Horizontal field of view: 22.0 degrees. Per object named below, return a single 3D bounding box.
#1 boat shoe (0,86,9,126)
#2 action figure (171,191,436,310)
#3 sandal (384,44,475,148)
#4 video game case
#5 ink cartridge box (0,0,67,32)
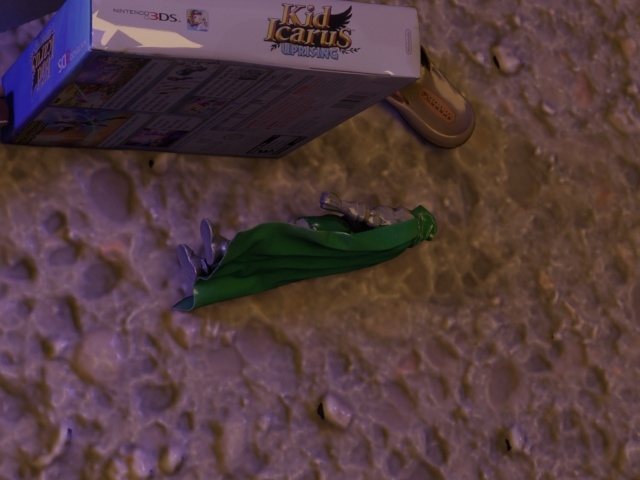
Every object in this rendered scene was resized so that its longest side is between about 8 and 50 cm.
[{"bbox_3d":[-0.332,-0.066,1.235,0.207,0.073,0.073,-15,89,-18],"label":"boat shoe"},{"bbox_3d":[0.000,0.000,1.353,0.232,0.137,0.063,-7,71,-33],"label":"action figure"},{"bbox_3d":[0.067,-0.149,1.432,0.180,0.049,0.072,37,68,-9],"label":"sandal"},{"bbox_3d":[-0.093,-0.124,1.237,0.244,0.269,0.061,1,79,-24],"label":"video game case"},{"bbox_3d":[-0.230,-0.329,1.232,0.307,0.072,0.303,60,31,-7],"label":"ink cartridge box"}]
